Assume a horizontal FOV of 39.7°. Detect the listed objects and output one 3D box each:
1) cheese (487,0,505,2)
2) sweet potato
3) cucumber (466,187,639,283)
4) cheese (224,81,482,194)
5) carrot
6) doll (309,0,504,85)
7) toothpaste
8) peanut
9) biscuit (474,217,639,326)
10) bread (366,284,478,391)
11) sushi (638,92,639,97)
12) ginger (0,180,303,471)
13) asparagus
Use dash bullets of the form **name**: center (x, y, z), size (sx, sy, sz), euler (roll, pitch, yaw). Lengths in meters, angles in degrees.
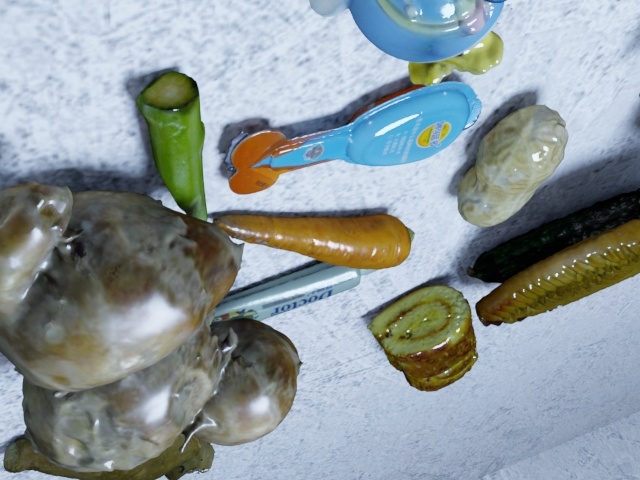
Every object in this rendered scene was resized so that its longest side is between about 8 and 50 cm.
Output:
- **cheese**: center (0.219, -0.242, 0.525), size (0.329, 0.129, 0.217), euler (-28, 130, -19)
- **sweet potato**: center (-0.249, 0.270, 1.109), size (0.286, 0.085, 0.112), euler (4, 144, -45)
- **cucumber**: center (0.330, -0.002, 1.168), size (0.294, 0.067, 0.067), euler (-19, 152, -12)
- **cheese**: center (0.035, -0.091, 0.780), size (0.256, 0.037, 0.106), euler (-14, 150, -20)
- **carrot**: center (0.000, 0.000, 0.887), size (0.257, 0.061, 0.061), euler (1, 142, -39)
- **doll**: center (0.053, -0.183, 0.564), size (0.098, 0.135, 0.241), euler (-63, 151, -1)
- **toothpaste**: center (-0.044, 0.061, 0.981), size (0.256, 0.037, 0.067), euler (-19, 153, -8)
- **peanut**: center (0.190, -0.072, 0.910), size (0.080, 0.080, 0.174), euler (-13, 153, -26)
- **biscuit**: center (0.346, 0.037, 1.119), size (0.318, 0.040, 0.318), euler (-21, 165, -6)
- **bread**: center (0.150, 0.138, 1.214), size (0.132, 0.103, 0.172), euler (-30, 151, -1)
- **sushi**: center (0.422, -0.201, 0.777), size (0.274, 0.184, 0.139), euler (-26, 149, 9)
- **ginger**: center (-0.164, 0.073, 0.743), size (0.256, 0.176, 0.375), euler (-16, 143, 1)
- **asparagus**: center (-0.110, -0.062, 0.694), size (0.178, 0.041, 0.045), euler (97, 16, -59)
